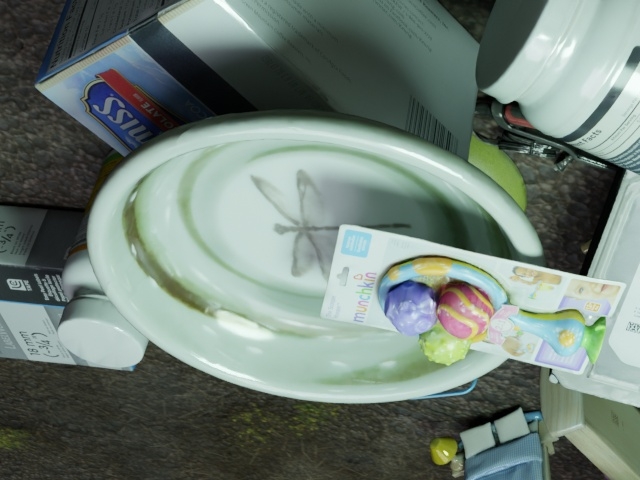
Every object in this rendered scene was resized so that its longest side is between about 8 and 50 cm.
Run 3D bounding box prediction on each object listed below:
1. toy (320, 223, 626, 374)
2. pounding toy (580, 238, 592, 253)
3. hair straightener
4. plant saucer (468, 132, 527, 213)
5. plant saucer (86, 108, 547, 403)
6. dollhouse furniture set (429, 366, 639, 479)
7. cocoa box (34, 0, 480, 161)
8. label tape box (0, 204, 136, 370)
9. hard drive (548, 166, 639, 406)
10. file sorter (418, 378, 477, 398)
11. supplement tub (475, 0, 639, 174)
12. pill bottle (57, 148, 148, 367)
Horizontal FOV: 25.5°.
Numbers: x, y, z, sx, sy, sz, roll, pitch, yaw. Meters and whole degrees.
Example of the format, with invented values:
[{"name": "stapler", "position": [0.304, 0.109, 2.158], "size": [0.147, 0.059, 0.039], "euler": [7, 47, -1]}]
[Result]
[{"name": "toy", "position": [0.121, 0.067, 1.182], "size": [0.237, 0.056, 0.137], "euler": [10, 141, -2]}, {"name": "pounding toy", "position": [0.376, 0.009, 1.554], "size": [0.181, 0.094, 0.206], "euler": [15, 129, 4]}, {"name": "hair straightener", "position": [0.248, -0.094, 1.482], "size": [0.230, 0.047, 0.089], "euler": [10, 146, 4]}, {"name": "plant saucer", "position": [0.111, -0.036, 1.597], "size": [0.241, 0.037, 0.241], "euler": [5, 138, 5]}, {"name": "plant saucer", "position": [0.000, 0.000, 1.248], "size": [0.400, 0.100, 0.400], "euler": [6, 143, 5]}, {"name": "dollhouse furniture set", "position": [0.258, 0.318, 1.861], "size": [0.303, 0.286, 0.198], "euler": [-25, 130, 29]}, {"name": "cocoa box", "position": [-0.046, -0.164, 1.324], "size": [0.228, 0.231, 0.347], "euler": [-21, 133, 37]}, {"name": "label tape box", "position": [-0.421, 0.059, 1.908], "size": [0.334, 0.106, 0.240], "euler": [5, 144, 14]}, {"name": "hard drive", "position": [0.393, 0.046, 1.476], "size": [0.237, 0.064, 0.339], "euler": [15, 131, 4]}, {"name": "file sorter", "position": [0.120, 0.112, 1.779], "size": [0.118, 0.104, 0.170], "euler": [-10, 138, 31]}, {"name": "supplement tub", "position": [0.295, -0.156, 1.249], "size": [0.272, 0.191, 0.191], "euler": [23, 145, -11]}, {"name": "pill bottle", "position": [-0.220, 0.018, 1.645], "size": [0.136, 0.245, 0.136], "euler": [10, 146, 7]}]
